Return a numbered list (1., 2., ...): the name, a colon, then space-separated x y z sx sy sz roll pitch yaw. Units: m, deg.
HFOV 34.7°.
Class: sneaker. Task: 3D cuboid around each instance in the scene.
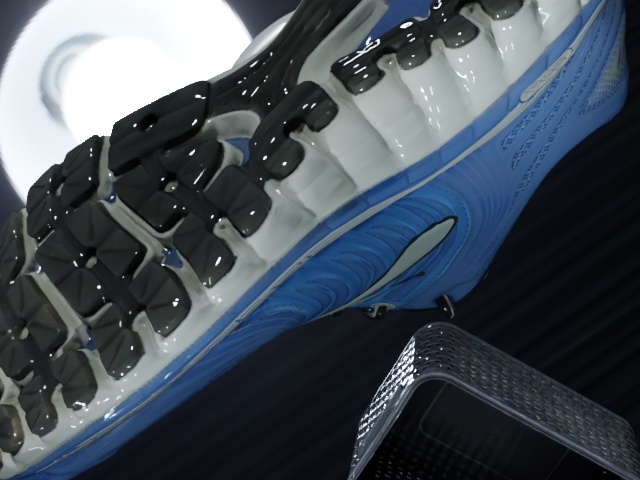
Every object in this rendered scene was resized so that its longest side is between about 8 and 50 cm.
1. sneaker: 0.000 0.000 0.418 0.147 0.330 0.130 52 -178 -43

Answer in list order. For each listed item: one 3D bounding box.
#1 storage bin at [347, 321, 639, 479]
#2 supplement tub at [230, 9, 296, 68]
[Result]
1. storage bin: 0.122 0.155 0.712 0.180 0.122 0.084 29 -159 -3
2. supplement tub: 0.049 -0.063 0.952 0.228 0.228 0.316 56 -175 16
